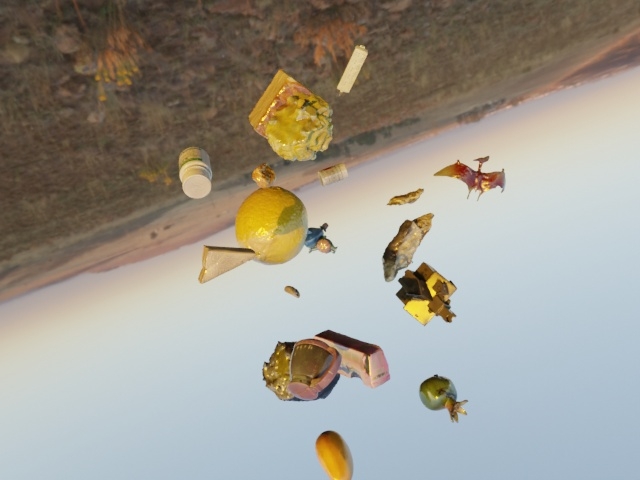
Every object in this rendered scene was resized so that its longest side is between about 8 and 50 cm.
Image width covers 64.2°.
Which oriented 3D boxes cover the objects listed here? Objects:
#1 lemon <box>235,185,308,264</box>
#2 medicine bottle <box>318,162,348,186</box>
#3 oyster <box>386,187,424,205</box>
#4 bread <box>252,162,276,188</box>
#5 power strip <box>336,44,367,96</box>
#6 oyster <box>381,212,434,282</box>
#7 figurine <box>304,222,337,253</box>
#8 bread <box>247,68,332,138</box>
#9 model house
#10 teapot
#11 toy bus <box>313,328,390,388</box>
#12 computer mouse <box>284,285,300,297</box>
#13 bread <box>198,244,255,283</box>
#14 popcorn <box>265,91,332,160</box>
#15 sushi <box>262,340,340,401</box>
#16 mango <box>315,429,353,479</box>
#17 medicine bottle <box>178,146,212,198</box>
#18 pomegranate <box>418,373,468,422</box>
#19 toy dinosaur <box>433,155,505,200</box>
[{"bbox_3d":[-0.199,-0.059,2.115,0.336,0.336,0.336,-21,-174,2],"label":"lemon"},{"bbox_3d":[0.043,-0.225,1.746,0.091,0.058,0.058,-21,-174,-8],"label":"medicine bottle"},{"bbox_3d":[0.345,-0.169,2.081,0.165,0.053,0.108,-14,175,-9],"label":"oyster"},{"bbox_3d":[-0.199,-0.228,1.811,0.044,0.083,0.111,-33,-166,27],"label":"bread"},{"bbox_3d":[0.136,-0.754,2.290,0.027,0.060,0.253,-89,-158,-48],"label":"power strip"},{"bbox_3d":[0.347,0.013,2.108,0.341,0.110,0.166,-55,-170,5],"label":"oyster"},{"bbox_3d":[0.003,-0.005,2.406,0.144,0.178,0.114,-56,173,-38],"label":"figurine"},{"bbox_3d":[-0.130,-0.552,2.243,0.279,0.279,0.207,-51,-151,12],"label":"bread"},{"bbox_3d":[0.447,0.237,2.085,0.211,0.204,0.243,-53,-136,12],"label":"model house"},{"bbox_3d":[-0.014,0.334,1.297,0.148,0.116,0.146,2,-135,20],"label":"teapot"},{"bbox_3d":[0.087,0.361,1.569,0.090,0.112,0.274,-16,-164,-39],"label":"toy bus"},{"bbox_3d":[-0.132,0.241,2.427,0.096,0.066,0.039,20,-100,50],"label":"computer mouse"},{"bbox_3d":[-0.273,0.071,1.486,0.152,0.105,0.077,5,-167,-22],"label":"bread"},{"bbox_3d":[-0.074,-0.399,1.783,0.249,0.249,0.225,-21,169,3],"label":"popcorn"},{"bbox_3d":[-0.085,0.637,2.495,0.294,0.281,0.299,17,178,-43],"label":"sushi"},{"bbox_3d":[0.054,0.809,1.885,0.112,0.145,0.219,-44,-139,19],"label":"mango"},{"bbox_3d":[-0.532,-0.287,2.170,0.139,0.139,0.237,-21,-139,0],"label":"medicine bottle"},{"bbox_3d":[0.475,0.608,1.970,0.152,0.131,0.191,-1,-154,-28],"label":"pomegranate"},{"bbox_3d":[0.699,-0.282,2.347,0.327,0.207,0.113,-15,-176,-8],"label":"toy dinosaur"}]
